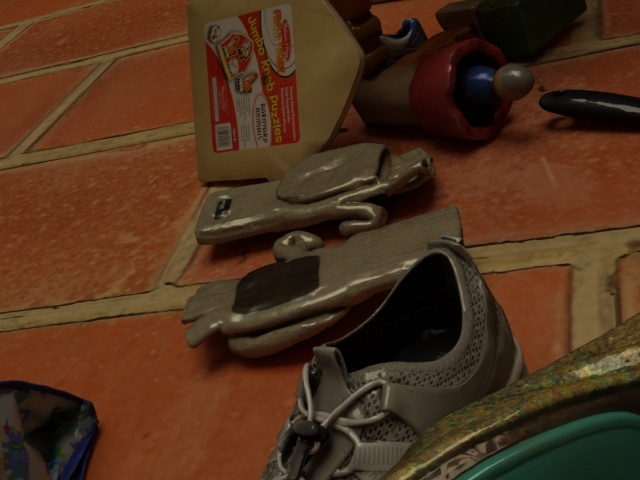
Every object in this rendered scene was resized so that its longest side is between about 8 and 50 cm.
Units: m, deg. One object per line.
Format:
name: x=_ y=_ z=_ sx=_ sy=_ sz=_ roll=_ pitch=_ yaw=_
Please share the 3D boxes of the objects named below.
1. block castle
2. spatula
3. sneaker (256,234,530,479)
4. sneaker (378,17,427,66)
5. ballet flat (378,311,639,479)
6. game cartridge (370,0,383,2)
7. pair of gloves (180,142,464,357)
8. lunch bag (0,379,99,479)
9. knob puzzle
block castle: x=0.187 y=-0.320 z=0.878 sx=0.453 sy=0.303 sz=0.212 roll=-38 pitch=28 yaw=-31
spatula: x=0.298 y=-0.098 z=0.703 sx=0.296 sy=0.030 sz=0.084 roll=6 pitch=32 yaw=39
sneaker: x=0.003 y=0.104 z=0.447 sx=0.105 sy=0.115 sz=0.281 roll=3 pitch=36 yaw=35
sneaker: x=0.050 y=-0.191 z=0.985 sx=0.135 sy=0.058 sz=0.052 roll=-26 pitch=29 yaw=-11
ballet flat: x=0.138 y=0.084 z=0.411 sx=0.348 sy=0.123 sz=0.123 roll=-27 pitch=30 yaw=-10
game cartridge: x=0.136 y=-0.406 z=1.312 sx=0.198 sy=0.062 sz=0.297 roll=4 pitch=36 yaw=28
pair of gloves: x=0.000 y=0.000 z=0.707 sx=0.204 sy=0.042 sz=0.240 roll=-19 pitch=27 yaw=7
lunch bag: x=-0.217 y=0.132 z=0.561 sx=0.128 sy=0.096 sz=0.151 roll=-14 pitch=0 yaw=10
knob puzzle: x=-0.036 y=-0.145 z=0.852 sx=0.213 sy=0.213 sz=0.030 roll=5 pitch=6 yaw=37
